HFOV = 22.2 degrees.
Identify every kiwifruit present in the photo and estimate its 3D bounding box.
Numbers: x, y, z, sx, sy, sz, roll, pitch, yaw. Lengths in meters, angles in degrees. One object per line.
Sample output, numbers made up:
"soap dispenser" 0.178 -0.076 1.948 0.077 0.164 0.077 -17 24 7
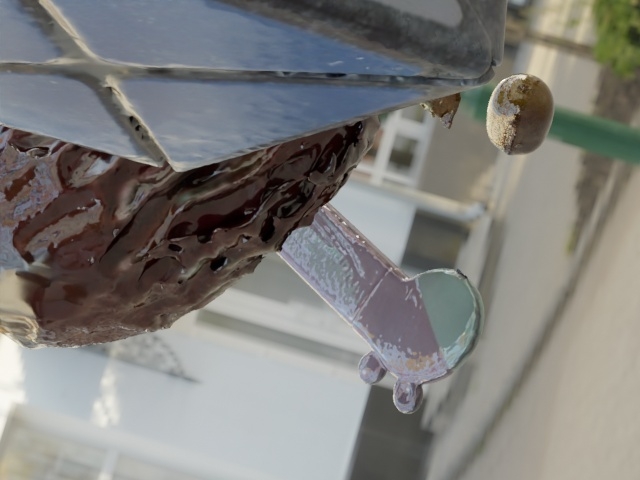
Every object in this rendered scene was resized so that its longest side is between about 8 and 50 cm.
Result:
"kiwifruit" 0.227 -0.144 1.862 0.124 0.075 0.075 85 -160 -65

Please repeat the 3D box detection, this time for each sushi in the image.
"sushi" 0.117 -0.179 1.844 0.060 0.118 0.061 -41 -22 29

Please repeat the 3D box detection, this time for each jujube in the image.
"jujube" -0.128 -0.066 1.256 0.258 0.376 0.258 154 90 -87

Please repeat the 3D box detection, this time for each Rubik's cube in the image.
"Rubik's cube" -0.083 -0.192 0.690 0.259 0.260 0.255 -11 71 49

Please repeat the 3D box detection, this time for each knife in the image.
"knife" 0.000 0.000 1.483 0.038 0.398 0.132 19 -71 -52
